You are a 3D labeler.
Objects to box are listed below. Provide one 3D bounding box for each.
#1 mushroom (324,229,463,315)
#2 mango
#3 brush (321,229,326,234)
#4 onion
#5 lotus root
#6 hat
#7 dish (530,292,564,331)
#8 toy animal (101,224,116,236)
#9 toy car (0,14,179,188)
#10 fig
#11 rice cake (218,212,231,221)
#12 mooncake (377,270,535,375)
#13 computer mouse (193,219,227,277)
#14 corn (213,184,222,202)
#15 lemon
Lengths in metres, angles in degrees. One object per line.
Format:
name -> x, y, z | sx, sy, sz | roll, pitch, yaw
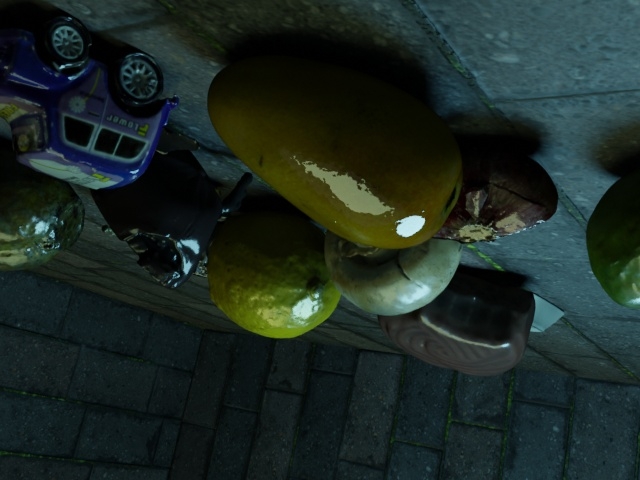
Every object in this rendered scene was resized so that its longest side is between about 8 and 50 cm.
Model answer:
mushroom -> 0.109, 0.030, 1.261 | 0.253, 0.189, 0.195 | -4, 162, 37
mango -> 0.018, -0.108, 0.848 | 0.317, 0.173, 0.211 | 27, 169, -9
brush -> 0.000, 0.000, 1.590 | 0.051, 0.014, 0.164 | 9, 167, 16
onion -> 0.199, -0.077, 0.961 | 0.206, 0.151, 0.098 | -8, 125, 27
lotus root -> -0.629, -0.068, 1.397 | 0.346, 0.250, 0.250 | 10, 166, 2
hat -> -0.245, -0.103, 1.156 | 0.336, 0.209, 0.238 | 46, 177, 45
dish -> 0.489, 0.181, 1.797 | 0.154, 0.064, 0.234 | -2, 161, 43
toy animal -> -0.367, -0.010, 1.701 | 0.312, 0.097, 0.157 | 23, 168, -33
toy car -> -0.311, -0.159, 0.917 | 0.235, 0.158, 0.172 | 22, 162, -38
fig -> 0.404, -0.021, 0.899 | 0.167, 0.167, 0.233 | 4, 141, 27
rice cake -> -0.279, -0.065, 1.524 | 0.207, 0.033, 0.033 | 7, 156, 13
mooncake -> 0.304, 0.176, 1.621 | 0.326, 0.174, 0.334 | 35, 155, -25
computer mouse -> -0.245, 0.010, 1.602 | 0.233, 0.137, 0.096 | 12, -174, -9
corn -> -0.304, -0.074, 1.397 | 0.260, 0.091, 0.091 | 0, 180, 25
lemon -> -0.094, 0.061, 1.435 | 0.245, 0.245, 0.320 | 23, 176, -39
